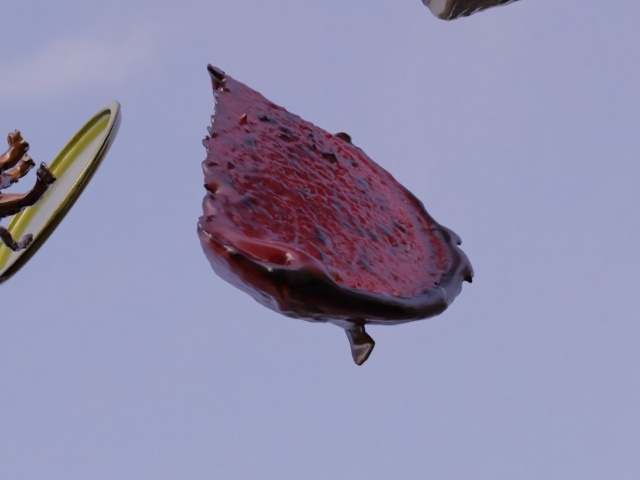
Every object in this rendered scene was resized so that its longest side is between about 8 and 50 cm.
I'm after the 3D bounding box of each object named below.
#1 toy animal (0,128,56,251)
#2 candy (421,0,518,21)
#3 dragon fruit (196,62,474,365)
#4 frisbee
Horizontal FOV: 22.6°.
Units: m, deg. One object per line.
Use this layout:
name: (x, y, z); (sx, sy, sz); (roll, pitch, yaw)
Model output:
toy animal: (-0.282, -0.039, 1.308); (0.116, 0.114, 0.255); (-38, -31, -8)
candy: (0.197, -0.365, 1.539); (0.179, 0.135, 0.321); (-16, -30, -22)
dragon fruit: (0.000, 0.000, 1.388); (0.282, 0.343, 0.100); (24, -65, -12)
frisbee: (-0.273, -0.045, 1.633); (0.017, 0.236, 0.236); (37, -63, -17)
